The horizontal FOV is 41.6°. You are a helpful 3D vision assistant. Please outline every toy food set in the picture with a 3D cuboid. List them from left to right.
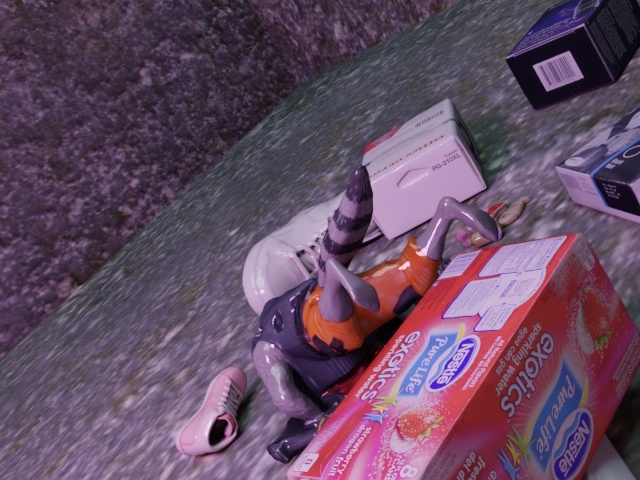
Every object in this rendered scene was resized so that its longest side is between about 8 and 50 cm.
[{"bbox_3d":[0.215,-0.021,1.100,0.078,0.019,0.122,-14,26,50],"label":"toy food set"}]

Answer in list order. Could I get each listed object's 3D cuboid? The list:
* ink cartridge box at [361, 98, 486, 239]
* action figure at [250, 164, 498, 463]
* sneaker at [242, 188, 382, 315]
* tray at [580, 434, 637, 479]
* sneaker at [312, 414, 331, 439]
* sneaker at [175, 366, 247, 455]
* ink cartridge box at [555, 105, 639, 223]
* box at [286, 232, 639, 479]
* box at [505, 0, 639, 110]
[{"bbox_3d":[0.158,-0.118,1.338,0.172,0.100,0.237,-29,16,17],"label":"ink cartridge box"},{"bbox_3d":[0.040,0.055,0.912,0.341,0.178,0.330,-43,-2,-41],"label":"action figure"},{"bbox_3d":[0.000,0.000,1.302,0.169,0.108,0.292,-27,17,33],"label":"sneaker"},{"bbox_3d":[0.102,0.222,0.630,0.270,0.030,0.145,-32,18,7],"label":"tray"},{"bbox_3d":[0.013,0.200,0.774,0.178,0.077,0.072,-44,18,-27],"label":"sneaker"},{"bbox_3d":[-0.117,0.211,1.044,0.070,0.051,0.134,-15,29,45],"label":"sneaker"},{"bbox_3d":[0.442,-0.145,0.943,0.332,0.065,0.165,-35,16,-5],"label":"ink cartridge box"},{"bbox_3d":[0.115,0.122,0.611,0.128,0.123,0.257,-14,26,50],"label":"box"},{"bbox_3d":[0.428,-0.328,1.395,0.153,0.108,0.207,-17,24,46],"label":"box"}]
